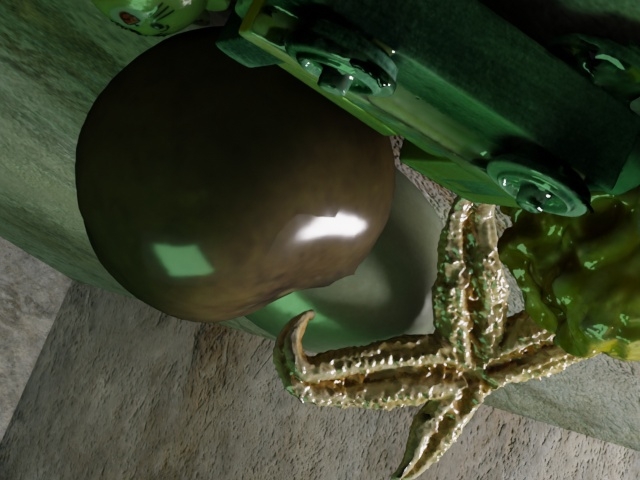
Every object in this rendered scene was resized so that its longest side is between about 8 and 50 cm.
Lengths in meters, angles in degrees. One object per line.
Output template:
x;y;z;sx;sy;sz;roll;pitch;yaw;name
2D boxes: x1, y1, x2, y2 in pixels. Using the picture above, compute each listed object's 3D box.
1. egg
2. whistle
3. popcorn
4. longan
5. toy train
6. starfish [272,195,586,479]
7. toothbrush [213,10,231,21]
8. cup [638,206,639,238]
0.000;0.000;1.499;0.352;0.258;0.258;37;164;-8;egg
-0.197;-0.268;1.081;0.131;0.106;0.288;-1;155;43;whistle
0.290;0.011;1.174;0.285;0.225;0.174;12;161;28;popcorn
-0.087;-0.066;1.231;0.318;0.319;0.319;20;167;5;longan
0.091;-0.146;1.032;0.397;0.160;0.253;28;173;-26;toy train
0.175;0.082;1.392;0.324;0.432;0.082;49;-172;-26;starfish
-0.156;-0.268;1.202;0.269;0.021;0.027;29;152;-31;toothbrush
0.348;-0.003;0.945;0.185;0.241;0.226;8;170;10;cup
